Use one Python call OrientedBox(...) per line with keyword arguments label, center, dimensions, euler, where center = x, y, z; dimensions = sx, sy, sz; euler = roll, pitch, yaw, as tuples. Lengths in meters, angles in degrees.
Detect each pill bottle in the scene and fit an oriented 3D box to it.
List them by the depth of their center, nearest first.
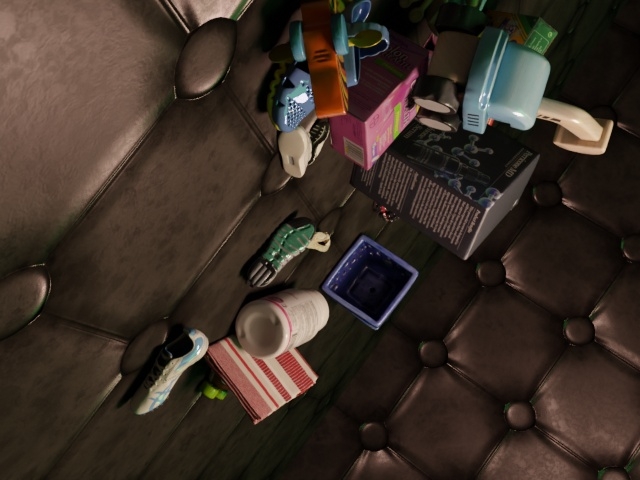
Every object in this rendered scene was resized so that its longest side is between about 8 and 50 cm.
OrientedBox(label="pill bottle", center=(-0.097, 0.219, 2.084), dimensions=(0.160, 0.160, 0.283), euler=(-61, 160, 18))

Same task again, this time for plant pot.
OrientedBox(label="plant pot", center=(0.166, 0.153, 2.518), dimensions=(0.236, 0.236, 0.212), euler=(-52, 167, -10))

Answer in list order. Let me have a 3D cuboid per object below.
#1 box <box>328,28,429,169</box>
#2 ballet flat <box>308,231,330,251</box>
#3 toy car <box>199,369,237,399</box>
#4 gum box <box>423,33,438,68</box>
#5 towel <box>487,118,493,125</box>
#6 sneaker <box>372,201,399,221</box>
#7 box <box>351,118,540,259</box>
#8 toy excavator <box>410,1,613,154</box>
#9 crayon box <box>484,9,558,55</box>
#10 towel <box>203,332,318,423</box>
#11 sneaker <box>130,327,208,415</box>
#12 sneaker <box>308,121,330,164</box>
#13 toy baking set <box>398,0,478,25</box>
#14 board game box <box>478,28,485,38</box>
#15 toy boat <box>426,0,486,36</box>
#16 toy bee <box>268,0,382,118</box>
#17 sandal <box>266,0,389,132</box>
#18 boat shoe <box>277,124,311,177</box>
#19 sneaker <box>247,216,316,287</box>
OrientedBox(label="box", center=(0.137, -0.328, 1.783), dimensions=(0.243, 0.117, 0.213), euler=(-50, 161, -17))
OrientedBox(label="ballet flat", center=(0.000, 0.000, 2.094), dimensions=(0.052, 0.057, 0.168), euler=(-30, 169, 19))
OrientedBox(label="toy car", center=(-0.207, 0.404, 2.084), dimensions=(0.155, 0.188, 0.149), euler=(-54, 162, -4))
OrientedBox(label="gum box", center=(0.332, -0.523, 2.010), dimensions=(0.188, 0.062, 0.107), euler=(-57, 162, 8))
OrientedBox(label="towel", center=(0.429, -0.385, 2.294), dimensions=(0.275, 0.031, 0.198), euler=(4, 117, -34))
OrientedBox(label="sneaker", center=(0.283, -0.161, 2.341), dimensions=(0.299, 0.120, 0.112), euler=(-23, -160, 52))
OrientedBox(label="box", center=(0.335, -0.192, 2.066), dimensions=(0.293, 0.396, 0.211), euler=(-42, 158, -35))
OrientedBox(label="toy excavator", center=(0.461, -0.321, 1.735), dimensions=(0.433, 0.446, 0.222), euler=(29, 80, -77))
OrientedBox(label="crayon box", center=(0.508, -0.548, 2.170), dimensions=(0.203, 0.083, 0.323), euler=(-58, -154, 8))
OrientedBox(label="towel", center=(-0.157, 0.343, 2.044), dimensions=(0.037, 0.237, 0.329), euler=(-44, 168, 26))
OrientedBox(label="sneaker", center=(-0.358, 0.295, 1.723), dimensions=(0.237, 0.085, 0.086), euler=(-49, 135, -6))
OrientedBox(label="sneaker", center=(-0.011, -0.227, 1.732), dimensions=(0.109, 0.040, 0.043), euler=(-59, 178, 22))
OrientedBox(label="toy baking set", center=(0.282, -0.582, 1.685), dimensions=(0.197, 0.030, 0.256), euler=(-5, 134, -21))
OrientedBox(label="board game box", center=(0.402, -0.524, 2.136), dimensions=(0.181, 0.092, 0.043), euler=(-58, 161, 9))
OrientedBox(label="toy boat", center=(0.399, -0.634, 1.851), dimensions=(0.318, 0.148, 0.267), euler=(-37, 154, -42))
OrientedBox(label="toy bee", center=(0.014, -0.378, 1.336), dimensions=(0.162, 0.196, 0.298), euler=(-72, 174, -61))
OrientedBox(label="sandal", center=(0.018, -0.337, 1.450), dimensions=(0.317, 0.138, 0.126), euler=(-55, 164, 4))
OrientedBox(label="boat shoe", center=(-0.046, -0.206, 1.637), dimensions=(0.184, 0.066, 0.063), euler=(80, 34, -62))
OrientedBox(label="sneaker", center=(-0.105, 0.029, 1.905), dimensions=(0.224, 0.083, 0.098), euler=(-44, 180, -17))
